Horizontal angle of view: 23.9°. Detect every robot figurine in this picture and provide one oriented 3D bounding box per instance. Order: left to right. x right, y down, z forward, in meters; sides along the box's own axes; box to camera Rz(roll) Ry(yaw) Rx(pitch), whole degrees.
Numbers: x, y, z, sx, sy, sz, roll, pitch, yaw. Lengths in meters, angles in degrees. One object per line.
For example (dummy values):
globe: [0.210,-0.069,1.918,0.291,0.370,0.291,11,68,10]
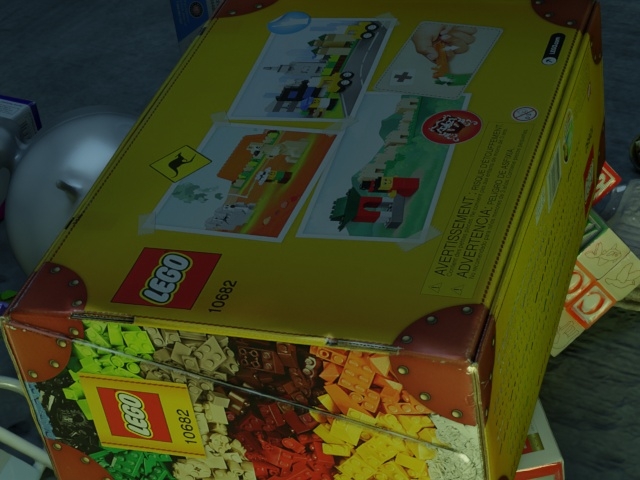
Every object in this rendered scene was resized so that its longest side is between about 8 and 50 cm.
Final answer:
robot figurine: [-0.222,-0.035,1.562,0.299,0.200,0.353,28,2,-11]

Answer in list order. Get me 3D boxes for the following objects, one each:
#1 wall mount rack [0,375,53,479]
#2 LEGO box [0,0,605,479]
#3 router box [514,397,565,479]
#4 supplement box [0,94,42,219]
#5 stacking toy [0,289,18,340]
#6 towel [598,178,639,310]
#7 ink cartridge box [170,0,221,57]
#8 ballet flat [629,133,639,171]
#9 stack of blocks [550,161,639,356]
wall mount rack: [-0.270,0.234,1.323,0.304,0.130,0.350,28,40,-4]
LEGO box: [0.018,-0.010,1.298,0.372,0.193,0.500,5,40,20]
router box: [0.028,0.136,1.337,0.301,0.082,0.335,-11,38,-1]
supplement box: [-0.437,-0.075,1.802,0.113,0.111,0.220,13,39,27]
stacking toy: [-0.308,0.076,1.540,0.166,0.052,0.221,11,9,23]
towel: [0.405,0.017,1.544,0.282,0.049,0.187,13,41,28]
ink cartridge box: [-0.094,-0.302,2.019,0.203,0.148,0.086,-11,34,-3]
ballet flat: [0.392,-0.085,1.634,0.068,0.072,0.213,-17,10,-7]
stack of blocks: [0.218,-0.038,1.561,0.171,0.087,0.297,-43,36,9]
